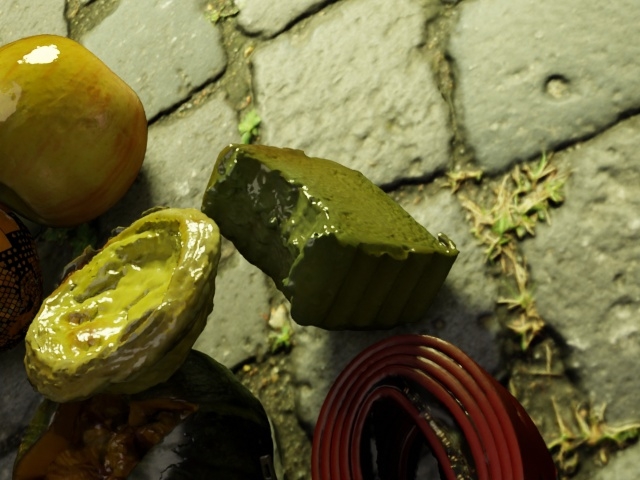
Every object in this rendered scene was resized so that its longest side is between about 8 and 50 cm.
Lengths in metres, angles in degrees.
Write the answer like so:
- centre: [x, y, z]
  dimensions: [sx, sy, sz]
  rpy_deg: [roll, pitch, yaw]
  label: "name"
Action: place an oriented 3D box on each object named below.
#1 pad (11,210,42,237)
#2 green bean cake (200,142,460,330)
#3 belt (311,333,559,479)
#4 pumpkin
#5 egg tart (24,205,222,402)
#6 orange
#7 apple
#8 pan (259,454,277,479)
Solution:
- centre: [-0.499, -0.097, 1.826]
  dimensions: [0.181, 0.004, 0.267]
  rpy_deg: [-18, 56, 25]
  label: "pad"
- centre: [0.000, 0.000, 1.288]
  dimensions: [0.236, 0.233, 0.124]
  rpy_deg: [45, 118, 42]
  label: "green bean cake"
- centre: [0.116, 0.254, 1.142]
  dimensions: [0.227, 0.115, 0.324]
  rpy_deg: [-32, 49, 18]
  label: "belt"
- centre: [-0.202, 0.264, 1.297]
  dimensions: [0.320, 0.192, 0.320]
  rpy_deg: [-15, 56, 24]
  label: "pumpkin"
- centre: [-0.208, 0.077, 1.257]
  dimensions: [0.279, 0.095, 0.279]
  rpy_deg: [-27, 32, 19]
  label: "egg tart"
- centre: [-0.489, 0.050, 1.602]
  dimensions: [0.234, 0.182, 0.234]
  rpy_deg: [-10, 78, 57]
  label: "orange"
- centre: [-0.379, -0.156, 1.602]
  dimensions: [0.286, 0.286, 0.233]
  rpy_deg: [21, 69, 40]
  label: "apple"
- centre: [-0.013, 0.334, 1.197]
  dimensions: [0.128, 0.048, 0.202]
  rpy_deg: [8, 85, 21]
  label: "pan"
